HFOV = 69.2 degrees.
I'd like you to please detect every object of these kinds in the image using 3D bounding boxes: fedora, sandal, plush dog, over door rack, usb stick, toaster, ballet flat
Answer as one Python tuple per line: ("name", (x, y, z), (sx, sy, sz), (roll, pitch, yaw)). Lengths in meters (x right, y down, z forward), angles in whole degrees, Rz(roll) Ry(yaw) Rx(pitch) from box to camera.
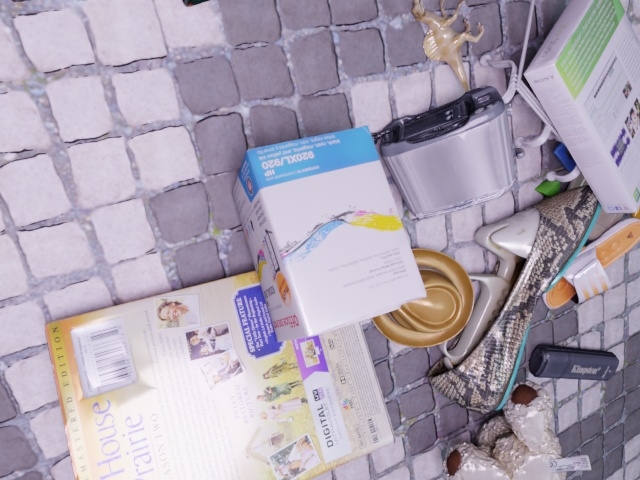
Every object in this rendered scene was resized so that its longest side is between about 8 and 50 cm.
("fedora", (0.179, 0.106, 0.800), (0.194, 0.079, 0.194), (0, 94, -2))
("sandal", (0.591, 0.055, 0.983), (0.265, 0.076, 0.102), (-42, 119, 7))
("plush dog", (0.396, 0.422, 0.937), (0.210, 0.225, 0.262), (42, 96, 11))
("over door rack", (0.409, -0.299, 0.833), (0.239, 0.108, 0.324), (33, 74, -28))
("usb stick", (0.596, 0.288, 1.084), (0.278, 0.045, 0.077), (11, 97, -27))
("toaster", (0.195, -0.129, 0.731), (0.226, 0.129, 0.146), (-17, 118, 22))
("ballet flat", (0.341, 0.087, 0.872), (0.182, 0.164, 0.483), (25, 94, 0))

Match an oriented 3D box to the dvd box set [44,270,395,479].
("dvd box set", (-0.126, 0.208, 0.659), (0.420, 0.062, 0.308), (-14, 81, -21))

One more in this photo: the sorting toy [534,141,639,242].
("sorting toy", (0.587, -0.106, 0.984), (0.347, 0.047, 0.196), (22, 100, -25))

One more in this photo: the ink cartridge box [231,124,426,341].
("ink cartridge box", (0.000, 0.000, 0.628), (0.168, 0.171, 0.233), (-16, 82, -20))

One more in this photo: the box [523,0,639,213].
("box", (0.485, -0.236, 0.785), (0.322, 0.058, 0.232), (46, 68, -24))

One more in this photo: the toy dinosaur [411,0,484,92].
("toy dinosaur", (0.217, -0.328, 0.768), (0.092, 0.053, 0.183), (-38, 108, 5))

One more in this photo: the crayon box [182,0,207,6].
("crayon box", (-0.061, -0.451, 0.584), (0.318, 0.081, 0.202), (-26, 112, -16))
